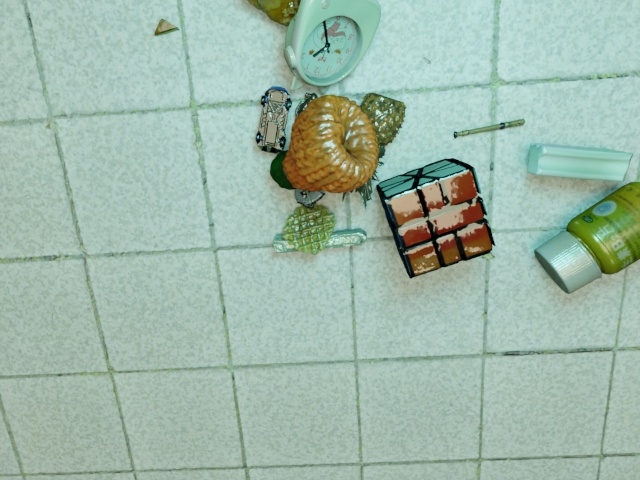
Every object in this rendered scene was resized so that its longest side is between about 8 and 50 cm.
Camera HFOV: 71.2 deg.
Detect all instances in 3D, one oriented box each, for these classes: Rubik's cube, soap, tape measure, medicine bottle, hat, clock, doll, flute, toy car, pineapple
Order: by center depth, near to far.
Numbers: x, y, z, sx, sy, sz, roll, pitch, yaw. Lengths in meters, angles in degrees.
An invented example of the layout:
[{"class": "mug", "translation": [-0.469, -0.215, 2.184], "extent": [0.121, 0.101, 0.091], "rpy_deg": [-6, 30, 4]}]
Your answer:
[{"class": "clock", "translation": [0.012, -0.595, 1.337], "extent": [0.265, 0.109, 0.324], "rpy_deg": [-7, 140, -38]}, {"class": "hat", "translation": [-0.039, -0.252, 1.360], "extent": [0.400, 0.285, 0.285], "rpy_deg": [-19, 107, 38]}, {"class": "soap", "translation": [0.816, -0.253, 1.442], "extent": [0.289, 0.173, 0.095], "rpy_deg": [5, 107, 0]}, {"class": "Rubik's cube", "translation": [0.362, -0.083, 1.453], "extent": [0.293, 0.288, 0.284], "rpy_deg": [-16, 104, 8]}, {"class": "pineapple", "translation": [0.150, -0.293, 1.465], "extent": [0.165, 0.165, 0.365], "rpy_deg": [20, 108, -4]}, {"class": "doll", "translation": [-0.016, -0.404, 1.488], "extent": [0.138, 0.057, 0.165], "rpy_deg": [5, 102, 3]}, {"class": "toy car", "translation": [-0.154, -0.400, 1.488], "extent": [0.103, 0.063, 0.216], "rpy_deg": [10, 101, -2]}, {"class": "medicine bottle", "translation": [0.938, -0.002, 1.489], "extent": [0.384, 0.224, 0.224], "rpy_deg": [-36, 102, 12]}, {"class": "flute", "translation": [0.563, -0.374, 1.492], "extent": [0.232, 0.027, 0.027], "rpy_deg": [-10, 106, 4]}, {"class": "tape measure", "translation": [-0.044, -0.158, 1.551], "extent": [0.094, 0.054, 0.091], "rpy_deg": [39, 85, 9]}]

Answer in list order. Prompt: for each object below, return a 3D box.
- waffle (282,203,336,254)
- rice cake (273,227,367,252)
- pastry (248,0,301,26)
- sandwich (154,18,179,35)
[{"class": "waffle", "translation": [-0.039, -0.047, 1.561], "extent": [0.169, 0.036, 0.184], "rpy_deg": [26, 77, 12]}, {"class": "rice cake", "translation": [0.000, 0.000, 1.601], "extent": [0.336, 0.066, 0.063], "rpy_deg": [-4, 110, 2]}, {"class": "pastry", "translation": [-0.105, -0.797, 1.304], "extent": [0.284, 0.184, 0.316], "rpy_deg": [-41, 101, 12]}, {"class": "sandwich", "translation": [-0.498, -0.685, 1.430], "extent": [0.083, 0.031, 0.044], "rpy_deg": [-16, 110, 4]}]
